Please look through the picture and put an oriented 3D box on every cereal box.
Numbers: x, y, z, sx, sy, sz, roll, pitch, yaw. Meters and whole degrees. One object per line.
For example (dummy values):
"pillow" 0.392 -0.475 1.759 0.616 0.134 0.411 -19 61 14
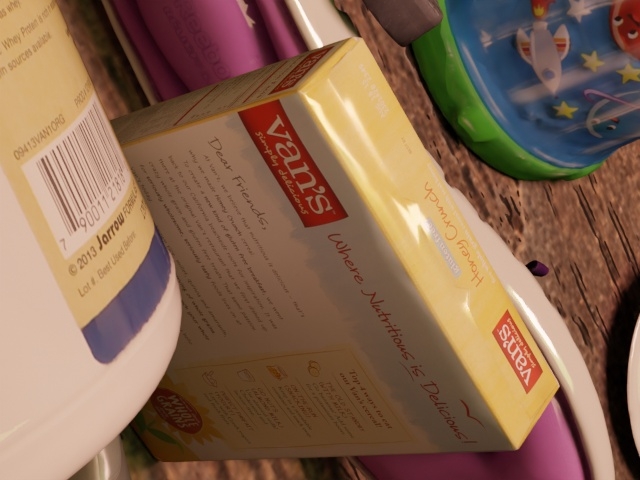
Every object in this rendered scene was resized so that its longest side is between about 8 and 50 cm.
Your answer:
"cereal box" -0.034 0.019 0.625 0.047 0.240 0.173 -48 115 -38

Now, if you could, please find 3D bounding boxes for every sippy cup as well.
"sippy cup" 0.209 -0.170 0.912 0.305 0.224 0.240 -31 104 -44

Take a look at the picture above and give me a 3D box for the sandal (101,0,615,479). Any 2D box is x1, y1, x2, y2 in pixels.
"sandal" -0.009 0.006 0.714 0.102 0.169 0.416 -35 94 -45

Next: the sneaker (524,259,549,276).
"sneaker" 0.094 0.122 0.828 0.083 0.098 0.224 5 78 -43

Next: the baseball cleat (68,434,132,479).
"baseball cleat" -0.101 0.160 0.667 0.109 0.072 0.206 6 82 -57

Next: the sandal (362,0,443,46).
"sandal" -0.001 -0.189 0.762 0.097 0.054 0.254 47 19 -37

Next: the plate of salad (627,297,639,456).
"plate of salad" 0.285 0.101 1.055 0.200 0.048 0.200 0 90 -37

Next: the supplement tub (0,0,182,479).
"supplement tub" -0.202 -0.060 0.466 0.228 0.228 0.316 -40 117 -41
